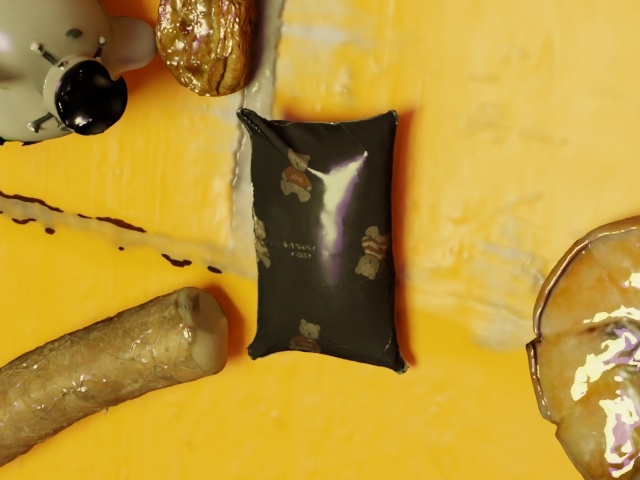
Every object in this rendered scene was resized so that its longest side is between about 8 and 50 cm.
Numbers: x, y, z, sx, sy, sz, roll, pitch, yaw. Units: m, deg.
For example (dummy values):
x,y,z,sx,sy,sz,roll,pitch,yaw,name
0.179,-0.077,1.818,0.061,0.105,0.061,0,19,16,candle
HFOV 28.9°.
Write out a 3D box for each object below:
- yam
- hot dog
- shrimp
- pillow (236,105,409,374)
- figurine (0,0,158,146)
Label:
x,y,z,sx,sy,sz,roll,pitch,yaw,name
-0.177,0.100,0.786,0.299,0.066,0.066,-26,89,30,yam
-0.061,-0.121,0.693,0.058,0.035,0.083,15,108,29,hot dog
0.217,0.115,0.587,0.178,0.075,0.289,-31,73,27,shrimp
0.000,0.000,0.681,0.090,0.048,0.150,8,109,35,pillow
-0.176,-0.112,0.703,0.192,0.147,0.126,38,135,36,figurine
